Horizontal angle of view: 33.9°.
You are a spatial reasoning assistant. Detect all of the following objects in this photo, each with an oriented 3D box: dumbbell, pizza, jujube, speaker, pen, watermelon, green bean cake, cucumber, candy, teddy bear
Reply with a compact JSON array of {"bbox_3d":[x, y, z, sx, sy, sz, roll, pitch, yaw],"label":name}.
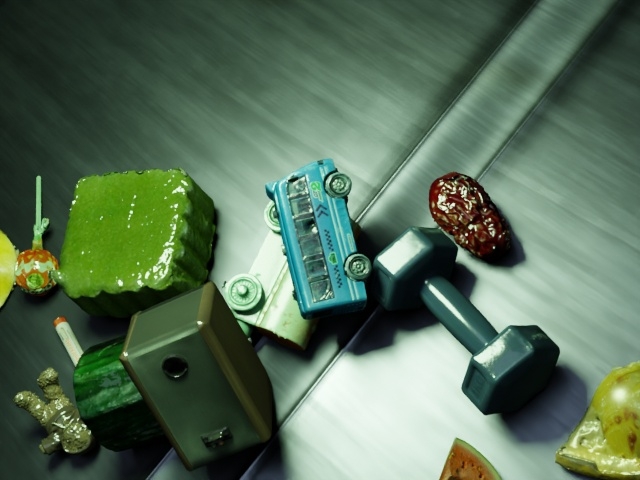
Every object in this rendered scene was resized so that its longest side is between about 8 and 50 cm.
[{"bbox_3d":[0.219,0.121,1.635,0.316,0.156,0.143,48,117,32],"label":"dumbbell"},{"bbox_3d":[0.435,0.262,1.524,0.204,0.080,0.188,-9,62,17],"label":"pizza"},{"bbox_3d":[0.244,-0.036,1.735,0.104,0.104,0.166,-32,72,3],"label":"jujube"},{"bbox_3d":[-0.192,0.210,1.668,0.153,0.230,0.192,-23,21,9],"label":"speaker"},{"bbox_3d":[-0.425,0.224,1.880,0.028,0.028,0.239,-38,54,-1],"label":"pen"},{"bbox_3d":[0.203,0.353,1.557,0.125,0.094,0.135,-19,55,20],"label":"watermelon"},{"bbox_3d":[-0.327,0.008,1.884,0.247,0.156,0.249,-4,64,17],"label":"green bean cake"},{"bbox_3d":[-0.323,0.243,1.759,0.130,0.191,0.191,-18,60,5],"label":"cucumber"},{"bbox_3d":[-0.547,-0.015,2.041,0.078,0.084,0.287,-17,50,8],"label":"candy"},{"bbox_3d":[-0.453,0.312,1.834,0.119,0.078,0.160,-41,77,-15],"label":"teddy bear"}]

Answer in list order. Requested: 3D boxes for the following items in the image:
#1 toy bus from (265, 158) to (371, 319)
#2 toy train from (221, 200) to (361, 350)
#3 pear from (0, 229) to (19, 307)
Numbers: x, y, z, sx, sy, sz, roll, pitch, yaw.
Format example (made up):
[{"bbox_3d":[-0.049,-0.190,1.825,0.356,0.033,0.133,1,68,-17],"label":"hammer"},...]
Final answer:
[{"bbox_3d":[0.000,0.000,1.705,0.134,0.113,0.246,-13,79,-5],"label":"toy bus"},{"bbox_3d":[-0.046,0.054,1.796,0.177,0.116,0.285,21,73,15],"label":"toy train"},{"bbox_3d":[-0.731,0.038,2.012,0.267,0.178,0.266,-9,58,14],"label":"pear"}]
